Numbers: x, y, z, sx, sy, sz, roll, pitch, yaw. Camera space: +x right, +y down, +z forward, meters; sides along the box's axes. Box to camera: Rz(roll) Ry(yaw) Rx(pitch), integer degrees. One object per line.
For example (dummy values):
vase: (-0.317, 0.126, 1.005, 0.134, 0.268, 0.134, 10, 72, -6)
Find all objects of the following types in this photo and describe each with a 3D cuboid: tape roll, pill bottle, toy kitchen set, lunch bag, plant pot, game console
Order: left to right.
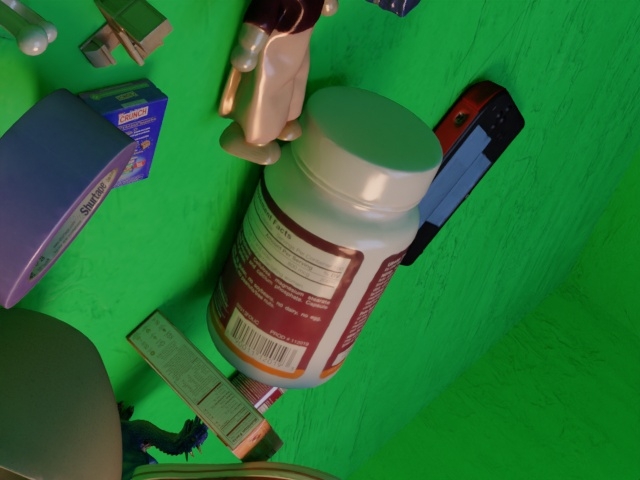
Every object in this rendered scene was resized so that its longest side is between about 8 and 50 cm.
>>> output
plant pot: (-0.328, 0.185, 0.951, 0.284, 0.284, 0.191, 97, 6, -54)
tape roll: (-0.252, -0.037, 0.805, 0.189, 0.080, 0.189, -51, -173, 8)
toy kitchen set: (-0.173, -0.176, 0.832, 0.068, 0.075, 0.083, -44, 153, -8)
pill bottle: (-0.126, 0.278, 1.656, 0.152, 0.086, 0.086, -43, 157, -11)
pill bottle: (0.000, 0.000, 1.247, 0.224, 0.224, 0.392, -22, 147, -48)
lunch bag: (0.093, -0.324, 1.096, 0.067, 0.065, 0.098, -48, 163, -46)
game console: (0.242, -0.113, 1.726, 0.386, 0.060, 0.342, -51, 157, 9)

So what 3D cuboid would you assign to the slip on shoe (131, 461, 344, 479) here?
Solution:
slip on shoe: (-0.109, 0.363, 1.244, 0.123, 0.331, 0.101, 60, 28, -60)

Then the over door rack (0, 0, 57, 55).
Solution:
over door rack: (-0.301, -0.074, 0.596, 0.239, 0.108, 0.324, -54, 179, 6)

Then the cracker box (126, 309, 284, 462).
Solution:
cracker box: (-0.162, 0.218, 1.293, 0.067, 0.232, 0.155, -43, 158, -12)

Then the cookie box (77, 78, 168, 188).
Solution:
cookie box: (-0.211, -0.105, 0.926, 0.092, 0.040, 0.107, -25, 148, -45)

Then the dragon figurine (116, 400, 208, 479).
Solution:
dragon figurine: (-0.299, 0.346, 1.371, 0.289, 0.144, 0.085, -44, 157, -10)

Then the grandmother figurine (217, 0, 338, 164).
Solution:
grandmother figurine: (-0.039, -0.242, 0.958, 0.208, 0.104, 0.342, -65, 174, -49)
